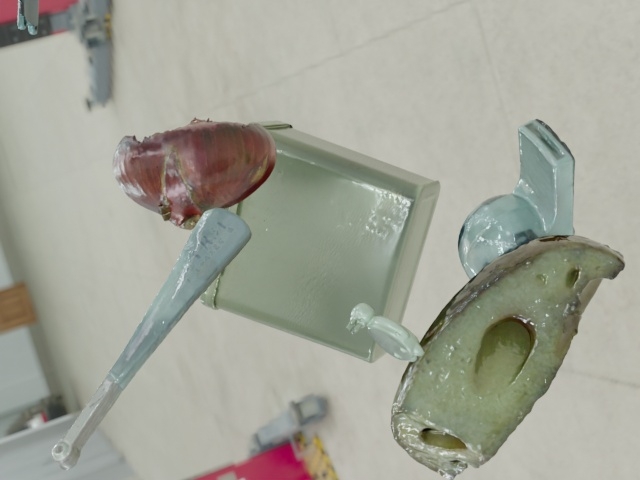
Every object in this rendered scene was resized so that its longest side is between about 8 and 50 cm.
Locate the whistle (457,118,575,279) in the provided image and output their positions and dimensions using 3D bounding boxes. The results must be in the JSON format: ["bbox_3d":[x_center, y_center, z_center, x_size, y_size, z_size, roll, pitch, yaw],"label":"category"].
[{"bbox_3d":[0.266,-0.016,1.570,0.163,0.163,0.290,55,165,42],"label":"whistle"}]

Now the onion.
[{"bbox_3d":[-0.189,-0.111,1.702,0.248,0.248,0.161,-145,44,-62],"label":"onion"}]

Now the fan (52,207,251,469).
[{"bbox_3d":[-0.160,0.085,1.038,0.057,0.282,0.023,29,162,24],"label":"fan"}]

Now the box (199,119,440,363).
[{"bbox_3d":[0.000,0.000,2.017,0.343,0.177,0.352,19,104,17],"label":"box"}]

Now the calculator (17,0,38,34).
[{"bbox_3d":[-0.496,-0.424,1.912,0.094,0.019,0.141,4,-92,-82],"label":"calculator"}]

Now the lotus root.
[{"bbox_3d":[0.196,0.114,1.281,0.142,0.314,0.210,37,168,1],"label":"lotus root"}]

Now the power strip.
[{"bbox_3d":[0.063,0.098,1.133,0.083,0.035,0.055,37,154,1],"label":"power strip"}]
